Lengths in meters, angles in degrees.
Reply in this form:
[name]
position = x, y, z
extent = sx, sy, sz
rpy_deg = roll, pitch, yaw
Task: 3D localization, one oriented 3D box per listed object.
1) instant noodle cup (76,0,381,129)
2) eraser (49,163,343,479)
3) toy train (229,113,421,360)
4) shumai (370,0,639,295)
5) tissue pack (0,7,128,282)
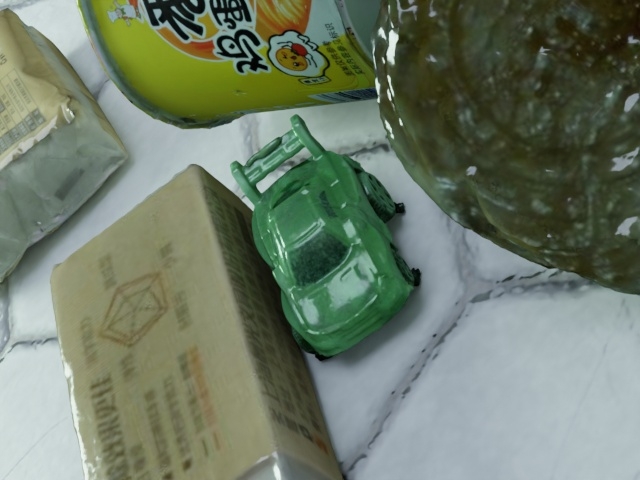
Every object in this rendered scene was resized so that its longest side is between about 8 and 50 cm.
[instant noodle cup]
position = -0.011, -0.202, 1.147
extent = 0.200, 0.264, 0.264
rpy_deg = 5, 63, 39
[eraser]
position = -0.079, 0.108, 1.088
extent = 0.144, 0.078, 0.343
rpy_deg = -36, 41, 16
[toy train]
position = 0.000, 0.000, 1.099
extent = 0.099, 0.081, 0.149
rpy_deg = -35, 40, 15
[shumai]
position = 0.179, -0.142, 1.004
extent = 0.309, 0.304, 0.263
rpy_deg = -43, 5, 10
[tissue pack]
position = -0.271, -0.075, 1.410
extent = 0.186, 0.090, 0.222
rpy_deg = -44, 40, 3
